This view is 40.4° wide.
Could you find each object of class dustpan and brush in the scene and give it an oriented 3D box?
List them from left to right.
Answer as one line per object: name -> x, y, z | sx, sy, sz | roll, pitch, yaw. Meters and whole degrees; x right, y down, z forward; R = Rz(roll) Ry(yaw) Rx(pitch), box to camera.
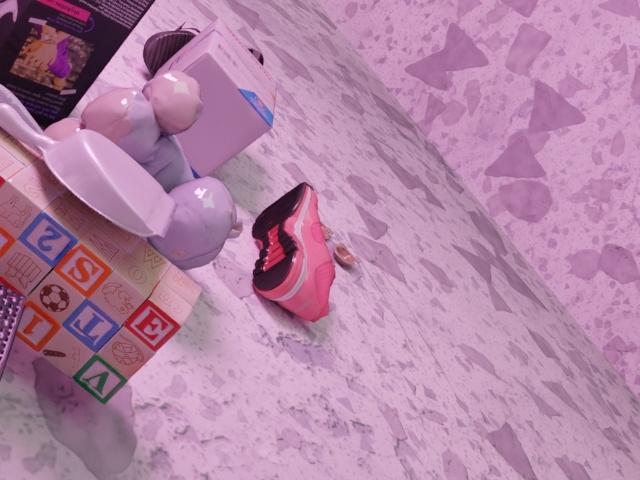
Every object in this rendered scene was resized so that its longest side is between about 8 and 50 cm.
dustpan and brush -> -0.240, -0.078, 0.851 | 0.211, 0.060, 0.147 | 47, 9, -14

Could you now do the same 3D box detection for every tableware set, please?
tableware set -> 0.000, 0.000, 1.664 | 0.141, 0.020, 0.169 | 51, 21, 16

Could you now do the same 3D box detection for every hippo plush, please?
hippo plush -> -0.237, -0.057, 1.158 | 0.236, 0.234, 0.294 | 63, -21, 0

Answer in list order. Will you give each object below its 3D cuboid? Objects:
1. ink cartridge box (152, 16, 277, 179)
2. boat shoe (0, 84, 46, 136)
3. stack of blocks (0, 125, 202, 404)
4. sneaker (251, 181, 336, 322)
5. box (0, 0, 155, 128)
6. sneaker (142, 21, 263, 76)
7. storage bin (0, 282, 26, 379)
ink cartridge box -> -0.195, -0.256, 1.548 | 0.171, 0.168, 0.232 | 48, 18, -21
boat shoe -> -0.324, -0.052, 1.017 | 0.302, 0.109, 0.094 | 60, -24, -13
stack of blocks -> -0.291, 0.025, 0.867 | 0.297, 0.171, 0.087 | 41, 21, -11
sneaker -> -0.036, 0.024, 1.466 | 0.136, 0.116, 0.313 | 46, 25, -25
box -> -0.370, -0.318, 1.224 | 0.143, 0.270, 0.165 | 25, 28, -41
sneaker -> -0.269, -0.377, 1.775 | 0.146, 0.122, 0.331 | 32, 18, 24
storage bin -> -0.323, 0.110, 0.714 | 0.084, 0.122, 0.180 | 34, 23, -25
